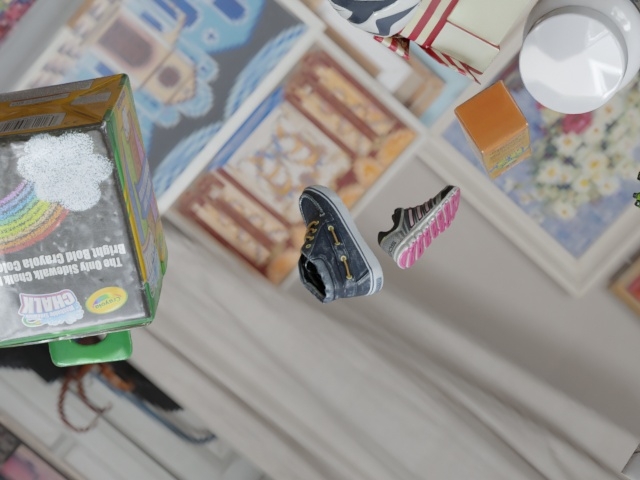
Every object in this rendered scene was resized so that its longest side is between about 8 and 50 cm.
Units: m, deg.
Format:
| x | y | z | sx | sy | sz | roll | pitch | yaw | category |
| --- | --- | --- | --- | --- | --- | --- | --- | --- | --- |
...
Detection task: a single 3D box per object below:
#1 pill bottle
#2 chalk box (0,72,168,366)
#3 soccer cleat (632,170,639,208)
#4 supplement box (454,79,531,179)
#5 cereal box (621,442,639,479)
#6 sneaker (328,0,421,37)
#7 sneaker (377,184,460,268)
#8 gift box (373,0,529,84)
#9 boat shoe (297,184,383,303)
| x | y | z | sx | sy | sz | roll | pitch | yaw | category |
| --- | --- | --- | --- | --- | --- | --- | --- | --- | --- |
| 0.467 | -0.365 | 2.069 | 0.210 | 0.210 | 0.363 | -43 | -175 | 35 | pill bottle |
| -0.268 | -0.006 | 1.268 | 0.180 | 0.289 | 0.179 | -8 | -156 | 1 | chalk box |
| 0.334 | -0.041 | 1.115 | 0.179 | 0.072 | 0.060 | -70 | 167 | -62 | soccer cleat |
| 0.245 | -0.150 | 1.667 | 0.078 | 0.080 | 0.233 | -33 | 171 | 7 | supplement box |
| 0.603 | 0.309 | 1.880 | 0.240 | 0.047 | 0.173 | -57 | -146 | -3 | cereal box |
| 0.070 | -0.318 | 1.164 | 0.153 | 0.094 | 0.235 | 10 | 128 | -50 | sneaker |
| 0.150 | -0.034 | 1.855 | 0.170 | 0.074 | 0.063 | -47 | 149 | -23 | sneaker |
| 0.182 | -0.379 | 1.616 | 0.258 | 0.276 | 0.255 | -54 | -164 | 31 | gift box |
| 0.000 | 0.000 | 1.479 | 0.083 | 0.183 | 0.065 | -12 | 138 | -28 | boat shoe |
